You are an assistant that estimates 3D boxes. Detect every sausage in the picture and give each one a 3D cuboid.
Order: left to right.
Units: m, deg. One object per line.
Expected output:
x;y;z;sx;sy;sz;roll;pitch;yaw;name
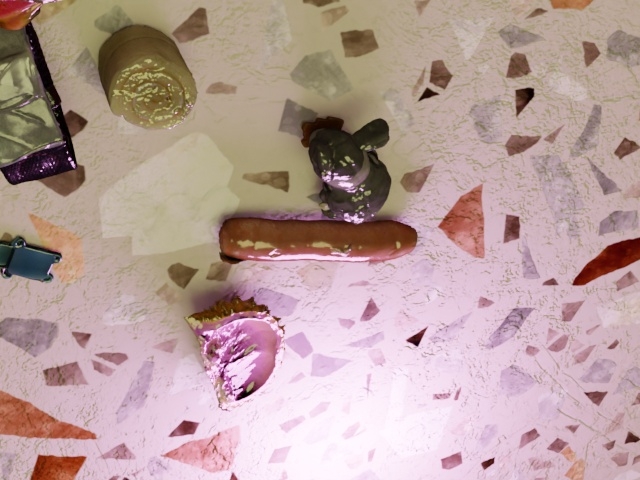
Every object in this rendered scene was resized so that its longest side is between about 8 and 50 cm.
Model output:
0.000;0.000;2.138;0.419;0.094;0.094;1;145;-22;sausage

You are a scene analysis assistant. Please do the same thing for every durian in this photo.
-0.169;0.216;2.219;0.191;0.112;0.341;-28;137;-13;durian

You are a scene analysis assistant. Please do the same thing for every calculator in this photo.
-0.560;0.037;1.996;0.141;0.019;0.094;16;115;-28;calculator

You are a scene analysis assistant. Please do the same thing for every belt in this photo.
-0.508;-0.229;1.732;0.164;0.184;0.289;-16;122;-4;belt

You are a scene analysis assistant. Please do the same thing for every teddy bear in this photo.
0.055;-0.155;2.010;0.171;0.144;0.251;-34;146;-9;teddy bear

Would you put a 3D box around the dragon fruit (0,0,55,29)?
-0.432;-0.464;1.539;0.226;0.305;0.305;-6;128;-44;dragon fruit

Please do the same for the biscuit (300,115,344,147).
0.004;-0.209;2.042;0.092;0.016;0.082;-35;132;-3;biscuit

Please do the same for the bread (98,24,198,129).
-0.294;-0.276;1.804;0.148;0.141;0.134;9;120;-27;bread
